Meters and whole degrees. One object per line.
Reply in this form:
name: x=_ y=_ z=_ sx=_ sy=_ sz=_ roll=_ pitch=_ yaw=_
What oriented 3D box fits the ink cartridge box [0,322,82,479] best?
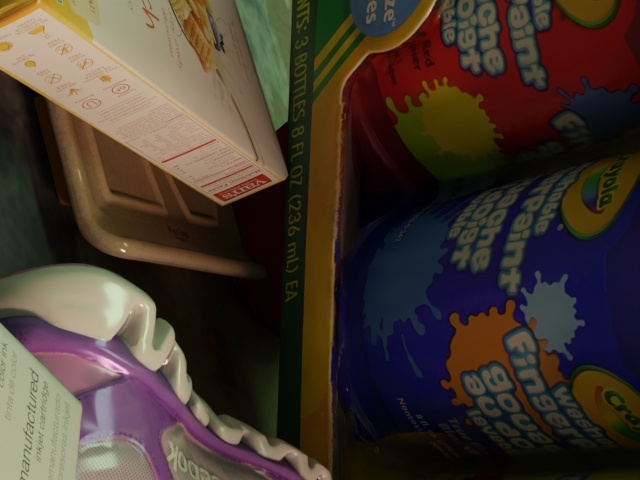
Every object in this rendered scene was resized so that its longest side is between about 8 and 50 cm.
ink cartridge box: x=-0.144 y=0.058 z=0.374 sx=0.175 sy=0.072 sz=0.127 roll=56 pitch=23 yaw=-44

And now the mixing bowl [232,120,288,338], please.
mixing bowl: x=0.000 y=0.000 z=0.869 sx=0.181 sy=0.098 sz=0.181 roll=-18 pitch=90 yaw=-74

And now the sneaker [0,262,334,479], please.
sneaker: x=-0.067 y=0.114 z=0.556 sx=0.236 sy=0.095 sz=0.105 roll=50 pitch=33 yaw=-42

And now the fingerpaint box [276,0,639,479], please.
fingerpaint box: x=0.147 y=0.026 z=0.626 sx=0.163 sy=0.371 sz=0.445 roll=11 pitch=75 yaw=-38

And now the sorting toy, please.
sorting toy: x=-0.106 y=-0.076 z=0.730 sx=0.208 sy=0.038 sz=0.193 roll=70 pitch=15 yaw=11

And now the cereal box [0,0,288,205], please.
cereal box: x=-0.100 y=-0.130 z=0.658 sx=0.240 sy=0.047 sz=0.173 roll=32 pitch=38 yaw=-64
